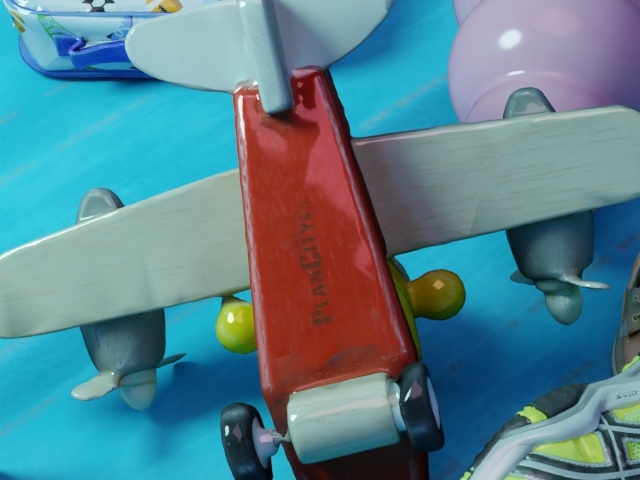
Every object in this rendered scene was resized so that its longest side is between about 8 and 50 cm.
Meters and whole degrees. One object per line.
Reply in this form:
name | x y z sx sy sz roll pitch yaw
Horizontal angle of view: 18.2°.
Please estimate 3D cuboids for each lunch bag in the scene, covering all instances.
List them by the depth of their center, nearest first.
lunch bag | -0.140 -0.248 1.813 0.303 0.115 0.243 0 56 7

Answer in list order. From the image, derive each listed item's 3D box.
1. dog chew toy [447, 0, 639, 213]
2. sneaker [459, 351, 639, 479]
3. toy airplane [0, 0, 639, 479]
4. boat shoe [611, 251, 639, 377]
dog chew toy | 0.194 -0.147 1.624 0.207 0.206 0.332 7 51 13
sneaker | 0.219 0.165 1.307 0.385 0.145 0.147 -35 49 -27
toy airplane | 0.000 0.000 1.419 0.386 0.272 0.384 31 84 17
boat shoe | 0.250 0.053 1.489 0.063 0.059 0.170 4 43 10
